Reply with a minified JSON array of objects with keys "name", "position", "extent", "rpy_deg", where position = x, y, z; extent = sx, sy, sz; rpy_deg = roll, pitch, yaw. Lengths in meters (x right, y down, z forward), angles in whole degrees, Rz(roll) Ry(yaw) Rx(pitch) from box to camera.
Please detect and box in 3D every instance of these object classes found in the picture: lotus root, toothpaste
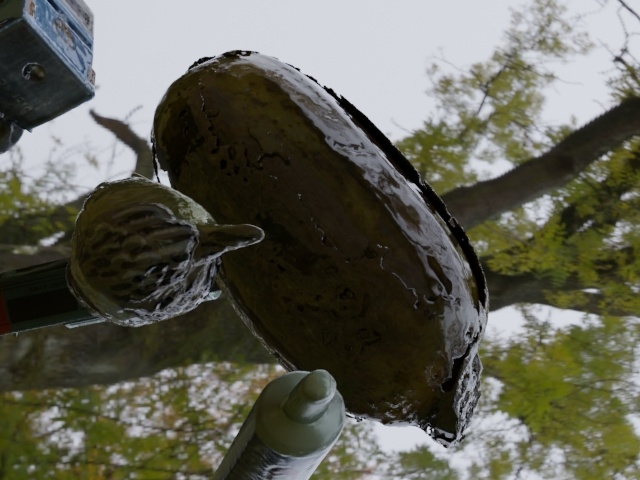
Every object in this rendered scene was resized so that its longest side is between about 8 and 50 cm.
[{"name":"lotus root","position":[0.000,0.000,0.791],"extent":[0.397,0.196,0.179],"rpy_deg":[50,-50,18]},{"name":"toothpaste","position":[-0.025,0.102,0.413],"extent":[0.197,0.057,0.034],"rpy_deg":[116,-38,-54]}]

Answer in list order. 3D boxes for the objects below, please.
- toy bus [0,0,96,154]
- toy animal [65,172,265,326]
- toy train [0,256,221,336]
[{"name":"toy bus","position":[-0.330,-0.123,0.774],"extent":[0.297,0.106,0.131],"rpy_deg":[-19,-131,17]},{"name":"toy animal","position":[-0.103,0.014,0.597],"extent":[0.137,0.098,0.098],"rpy_deg":[14,-85,36]},{"name":"toy train","position":[-0.260,0.055,1.153],"extent":[0.410,0.086,0.089],"rpy_deg":[-13,-87,11]}]
